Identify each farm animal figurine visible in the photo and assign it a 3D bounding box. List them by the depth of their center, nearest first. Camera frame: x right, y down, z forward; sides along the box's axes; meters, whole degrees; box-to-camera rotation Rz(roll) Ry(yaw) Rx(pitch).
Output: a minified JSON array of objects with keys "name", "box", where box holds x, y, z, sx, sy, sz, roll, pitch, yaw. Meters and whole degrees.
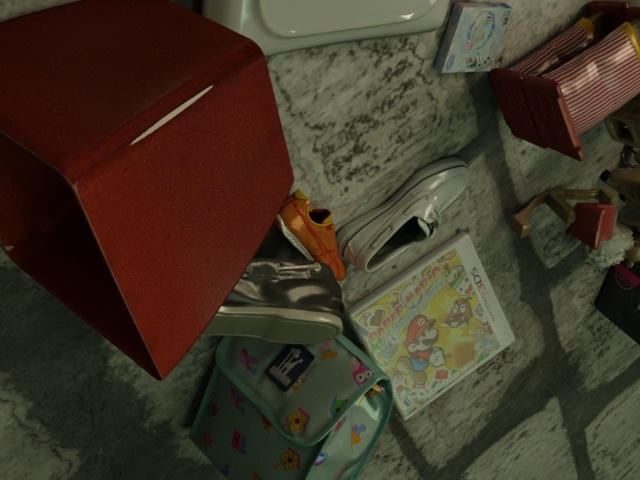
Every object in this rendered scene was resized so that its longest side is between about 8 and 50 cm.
[{"name":"farm animal figurine","box":[0.618,-0.077,1.714,0.326,0.172,0.330,5,120,-44]}]

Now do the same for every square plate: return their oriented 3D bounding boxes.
[{"name":"square plate","box":[0.043,-0.354,1.055,0.344,0.049,0.347,-15,131,-33]}]

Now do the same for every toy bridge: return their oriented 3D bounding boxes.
[{"name":"toy bridge","box":[0.380,-0.054,1.607,0.188,0.063,0.026,-17,133,-19]}]

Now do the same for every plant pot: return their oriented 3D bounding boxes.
[{"name":"plant pot","box":[-0.177,-0.082,0.955,0.236,0.267,0.267,-41,143,-24]}]

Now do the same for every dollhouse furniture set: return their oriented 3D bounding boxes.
[{"name":"dollhouse furniture set","box":[0.409,-0.126,1.418,0.201,0.152,0.374,-36,121,-12]}]

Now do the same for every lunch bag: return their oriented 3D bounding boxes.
[{"name":"lunch bag","box":[-0.036,0.218,1.351,0.160,0.223,0.262,-7,127,-46]}]

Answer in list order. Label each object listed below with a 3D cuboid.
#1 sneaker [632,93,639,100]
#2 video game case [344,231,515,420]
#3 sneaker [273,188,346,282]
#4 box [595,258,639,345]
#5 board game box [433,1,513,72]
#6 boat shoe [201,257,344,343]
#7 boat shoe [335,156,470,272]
[{"name":"sneaker","box":[0.546,-0.222,1.461,0.158,0.182,0.410,-26,160,4]},{"name":"video game case","box":[0.172,0.131,1.547,0.227,0.026,0.206,-33,112,-14]},{"name":"sneaker","box":[0.000,0.000,1.319,0.067,0.064,0.175,-40,141,-1]},{"name":"box","box":[0.686,0.093,1.929,0.270,0.165,0.143,-13,132,-34]},{"name":"board game box","box":[0.195,-0.260,1.301,0.090,0.020,0.090,-9,129,-37]},{"name":"boat shoe","box":[-0.129,0.058,1.226,0.335,0.095,0.112,10,148,-23]},{"name":"boat shoe","box":[0.129,-0.027,1.401,0.226,0.076,0.083,-36,141,-11]}]
